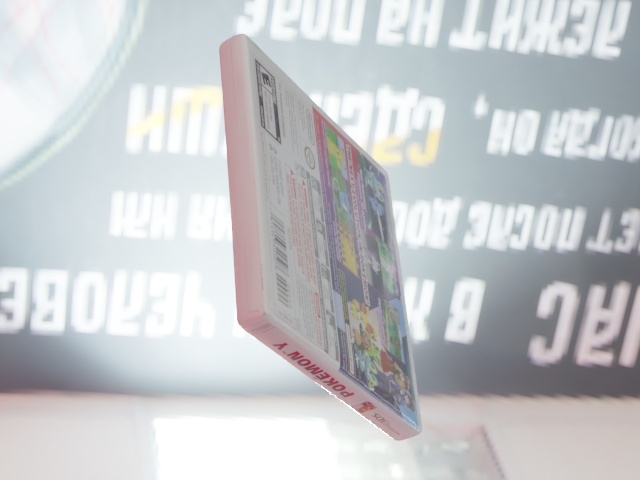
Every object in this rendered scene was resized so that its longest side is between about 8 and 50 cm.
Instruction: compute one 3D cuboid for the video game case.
[{"bbox_3d":[0.000,0.000,1.018,0.023,0.183,0.201,-22,-127,23],"label":"video game case"}]
